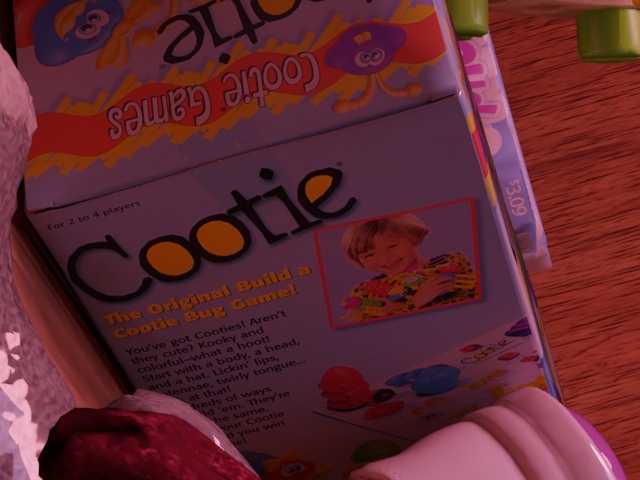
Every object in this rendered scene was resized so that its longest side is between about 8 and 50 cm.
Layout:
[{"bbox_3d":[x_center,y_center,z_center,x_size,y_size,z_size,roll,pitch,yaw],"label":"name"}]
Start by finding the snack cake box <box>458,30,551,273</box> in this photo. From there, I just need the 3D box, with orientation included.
[{"bbox_3d":[0.030,-0.096,1.155,0.089,0.152,0.264,57,19,-68],"label":"snack cake box"}]

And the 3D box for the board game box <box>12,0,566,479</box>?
[{"bbox_3d":[0.000,0.000,0.734,0.275,0.144,0.142,67,10,-51],"label":"board game box"}]

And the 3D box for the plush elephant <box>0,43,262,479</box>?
[{"bbox_3d":[0.034,0.103,0.310,0.272,0.255,0.330,-66,140,-79],"label":"plush elephant"}]

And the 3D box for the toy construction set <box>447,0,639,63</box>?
[{"bbox_3d":[0.043,-0.122,0.886,0.327,0.215,0.151,140,-55,-61],"label":"toy construction set"}]

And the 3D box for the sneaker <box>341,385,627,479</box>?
[{"bbox_3d":[0.022,0.187,0.731,0.114,0.152,0.305,47,-37,44],"label":"sneaker"}]
